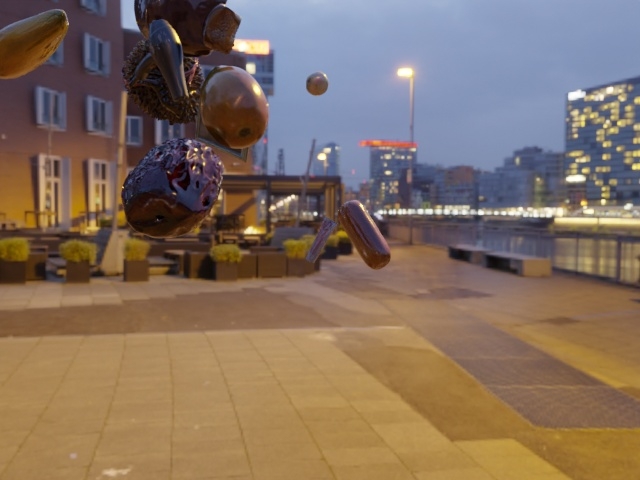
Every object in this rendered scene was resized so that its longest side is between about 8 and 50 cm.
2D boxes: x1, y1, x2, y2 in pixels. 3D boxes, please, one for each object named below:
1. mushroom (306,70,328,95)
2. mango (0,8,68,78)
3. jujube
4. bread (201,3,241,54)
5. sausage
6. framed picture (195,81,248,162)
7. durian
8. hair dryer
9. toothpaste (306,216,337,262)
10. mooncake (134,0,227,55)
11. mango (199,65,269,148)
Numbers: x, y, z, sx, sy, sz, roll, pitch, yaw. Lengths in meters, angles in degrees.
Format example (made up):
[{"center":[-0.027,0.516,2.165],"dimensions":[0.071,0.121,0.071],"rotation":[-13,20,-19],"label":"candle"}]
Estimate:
[{"center":[-0.012,-0.544,2.108],"dimensions":[0.084,0.083,0.067],"rotation":[0,34,-17],"label":"mushroom"},{"center":[-0.857,-0.568,1.765],"dimensions":[0.317,0.119,0.176],"rotation":[-32,-2,9],"label":"mango"},{"center":[-0.434,-0.163,1.831],"dimensions":[0.259,0.258,0.376],"rotation":[2,42,25],"label":"jujube"},{"center":[-0.286,-0.602,1.726],"dimensions":[0.126,0.129,0.044],"rotation":[33,17,25],"label":"bread"},{"center":[0.152,-0.021,2.128],"dimensions":[0.105,0.274,0.105],"rotation":[-24,-25,-12],"label":"sausage"},{"center":[-0.361,-0.437,2.237],"dimensions":[0.296,0.232,0.019],"rotation":[25,25,34],"label":"framed picture"},{"center":[-0.632,-0.658,2.491],"dimensions":[0.348,0.384,0.347],"rotation":[1,29,-1],"label":"durian"},{"center":[-0.482,-0.486,1.781],"dimensions":[0.091,0.235,0.272],"rotation":[-17,1,-42],"label":"hair dryer"},{"center":[0.000,0.000,2.529],"dimensions":[0.067,0.194,0.043],"rotation":[32,7,31],"label":"toothpaste"},{"center":[-0.425,-0.744,1.926],"dimensions":[0.326,0.333,0.174],"rotation":[-43,30,-22],"label":"mooncake"},{"center":[-0.234,-0.362,1.618],"dimensions":[0.173,0.211,0.317],"rotation":[-24,33,-1],"label":"mango"}]
